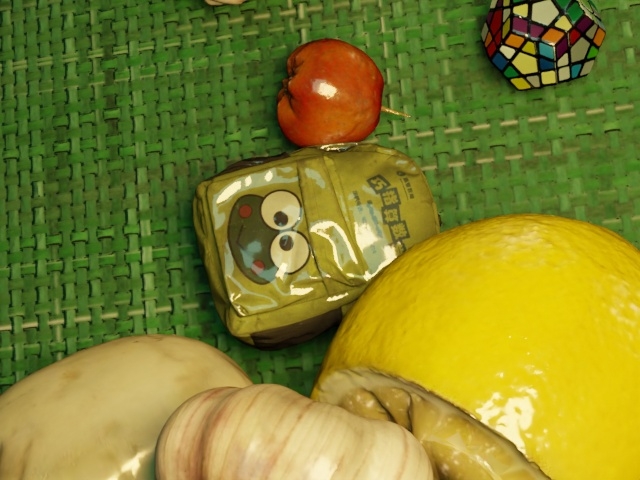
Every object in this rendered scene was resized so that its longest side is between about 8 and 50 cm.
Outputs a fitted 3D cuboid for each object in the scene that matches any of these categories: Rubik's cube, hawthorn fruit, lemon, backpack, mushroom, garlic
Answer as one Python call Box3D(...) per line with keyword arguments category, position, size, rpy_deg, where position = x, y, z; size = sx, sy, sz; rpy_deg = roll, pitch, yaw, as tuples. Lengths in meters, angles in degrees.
Box3D(category="Rubik's cube", position=(0.238, -0.223, 1.311), size=(0.133, 0.133, 0.111), rpy_deg=(-12, 101, 6))
Box3D(category="hawthorn fruit", position=(0.012, -0.157, 1.337), size=(0.125, 0.140, 0.125), rpy_deg=(-4, 84, 45))
Box3D(category="lemon", position=(0.192, 0.132, 1.137), size=(0.364, 0.364, 0.364), rpy_deg=(-2, 78, 8))
Box3D(category="backpack", position=(0.000, 0.000, 1.291), size=(0.253, 0.140, 0.207), rpy_deg=(-15, 76, -1))
Box3D(category="mushroom", position=(-0.189, 0.272, 1.221), size=(0.314, 0.314, 0.336), rpy_deg=(-8, 107, 7))
Box3D(category="garlic", position=(-0.041, 0.243, 0.972), size=(0.245, 0.245, 0.253), rpy_deg=(19, 43, 12))

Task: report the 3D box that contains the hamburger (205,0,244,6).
Box3D(category="hamburger", position=(-0.115, -0.391, 1.332), size=(0.237, 0.276, 0.276), rpy_deg=(-38, 74, 21))
